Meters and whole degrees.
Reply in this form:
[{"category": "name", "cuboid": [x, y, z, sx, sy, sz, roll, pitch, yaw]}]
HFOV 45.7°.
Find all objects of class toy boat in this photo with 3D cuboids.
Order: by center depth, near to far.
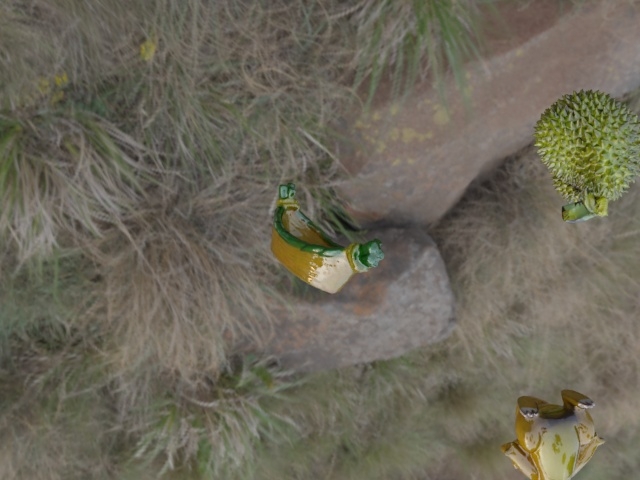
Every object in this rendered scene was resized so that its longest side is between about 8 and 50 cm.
[{"category": "toy boat", "cuboid": [0.000, 0.000, 0.932, 0.088, 0.229, 0.088, 8, 108, -36]}]

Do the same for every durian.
[{"category": "durian", "cuboid": [0.380, -0.133, 1.060, 0.146, 0.198, 0.159, -24, 104, 22]}]

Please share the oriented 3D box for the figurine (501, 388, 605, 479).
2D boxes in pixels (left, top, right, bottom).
[{"category": "figurine", "cuboid": [0.256, 0.260, 0.874, 0.121, 0.122, 0.176, -3, 86, -13]}]
